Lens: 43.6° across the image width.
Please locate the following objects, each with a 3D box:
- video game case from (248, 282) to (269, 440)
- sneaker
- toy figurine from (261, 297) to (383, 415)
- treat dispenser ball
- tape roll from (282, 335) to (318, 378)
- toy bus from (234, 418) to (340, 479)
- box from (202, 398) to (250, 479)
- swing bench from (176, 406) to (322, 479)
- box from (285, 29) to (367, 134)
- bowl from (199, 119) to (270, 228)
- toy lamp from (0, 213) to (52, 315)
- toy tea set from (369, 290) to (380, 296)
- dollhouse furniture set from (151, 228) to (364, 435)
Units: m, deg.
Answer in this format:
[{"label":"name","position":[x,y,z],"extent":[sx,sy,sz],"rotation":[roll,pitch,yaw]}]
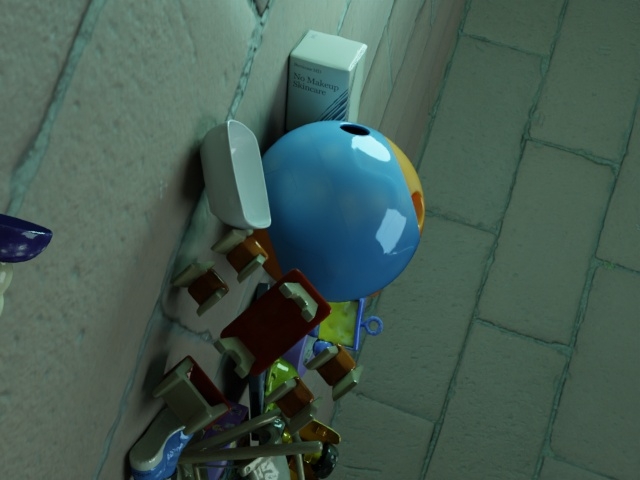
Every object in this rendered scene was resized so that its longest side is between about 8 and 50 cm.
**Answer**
[{"label":"video game case","position":[-0.118,0.242,1.567],"extent":[0.274,0.026,0.196],"rotation":[92,1,-50]},{"label":"sneaker","position":[-0.225,0.308,1.174],"extent":[0.152,0.058,0.085],"rotation":[-48,148,-56]},{"label":"toy figurine","position":[0.014,0.186,1.573],"extent":[0.191,0.217,0.363],"rotation":[110,-13,-87]},{"label":"treat dispenser ball","position":[0.022,-0.046,1.271],"extent":[0.288,0.288,0.288],"rotation":[17,90,-79]},{"label":"tape roll","position":[-0.055,0.217,1.840],"extent":[0.189,0.080,0.189],"rotation":[17,90,-80]},{"label":"toy bus","position":[-0.074,0.434,1.559],"extent":[0.220,0.149,0.211],"rotation":[-62,-174,-6]},{"label":"box","position":[-0.212,0.473,1.497],"extent":[0.201,0.057,0.293],"rotation":[93,17,-49]},{"label":"swing bench","position":[-0.123,0.436,1.319],"extent":[0.165,0.254,0.253],"rotation":[-137,-142,-67]},{"label":"box","position":[0.004,-0.215,1.393],"extent":[0.275,0.113,0.094],"rotation":[94,18,-45]},{"label":"bowl","position":[-0.115,-0.081,1.057],"extent":[0.142,0.053,0.142],"rotation":[10,68,-80]},{"label":"toy lamp","position":[-0.274,0.116,0.602],"extent":[0.080,0.080,0.275],"rotation":[2,104,-79]},{"label":"toy tea set","position":[0.044,0.073,1.817],"extent":[0.336,0.200,0.124],"rotation":[-42,156,-60]},{"label":"dollhouse furniture set","position":[-0.103,0.150,1.123],"extent":[0.259,0.262,0.135],"rotation":[-40,176,10]}]
